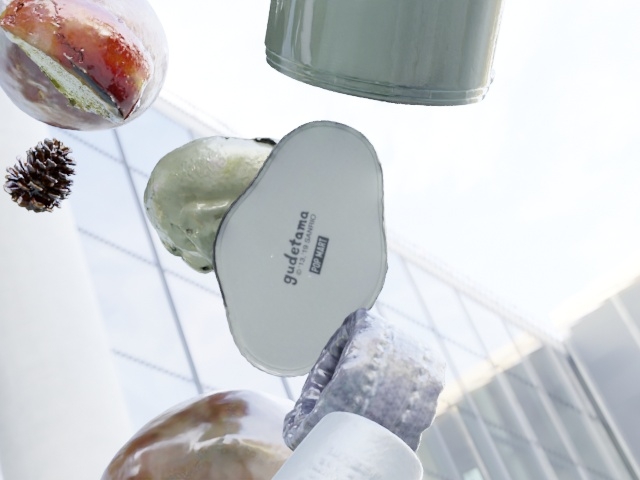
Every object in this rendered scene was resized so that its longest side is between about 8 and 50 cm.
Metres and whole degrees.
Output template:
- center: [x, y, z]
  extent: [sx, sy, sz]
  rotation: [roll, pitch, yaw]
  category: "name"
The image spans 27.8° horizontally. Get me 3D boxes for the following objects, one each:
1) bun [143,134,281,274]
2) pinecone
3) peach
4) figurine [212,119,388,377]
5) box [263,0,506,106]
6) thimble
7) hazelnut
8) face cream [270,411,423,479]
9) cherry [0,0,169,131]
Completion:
- center: [-0.112, -0.035, 1.662]
  extent: [0.239, 0.141, 0.239]
  rotation: [1, -29, 1]
  category: "bun"
- center: [-0.394, -0.094, 1.847]
  extent: [0.109, 0.102, 0.102]
  rotation: [-51, -39, 0]
  category: "pinecone"
- center: [-0.246, -0.201, 1.348]
  extent: [0.172, 0.127, 0.092]
  rotation: [44, -106, -26]
  category: "peach"
- center: [0.000, 0.000, 1.274]
  extent: [0.250, 0.167, 0.141]
  rotation: [-65, -10, 14]
  category: "figurine"
- center: [0.065, -0.228, 1.228]
  extent: [0.226, 0.226, 0.149]
  rotation: [-1, -68, -28]
  category: "box"
- center: [0.039, 0.141, 1.143]
  extent: [0.098, 0.150, 0.150]
  rotation: [29, -54, -7]
  category: "thimble"
- center: [-0.112, 0.348, 1.696]
  extent: [0.366, 0.366, 0.366]
  rotation: [-15, -37, -12]
  category: "hazelnut"
- center: [-0.018, 0.187, 0.703]
  extent: [0.198, 0.084, 0.057]
  rotation: [-53, -16, -30]
  category: "face cream"
- center: [-0.307, -0.247, 1.618]
  extent: [0.236, 0.212, 0.285]
  rotation: [8, -10, 6]
  category: "cherry"
